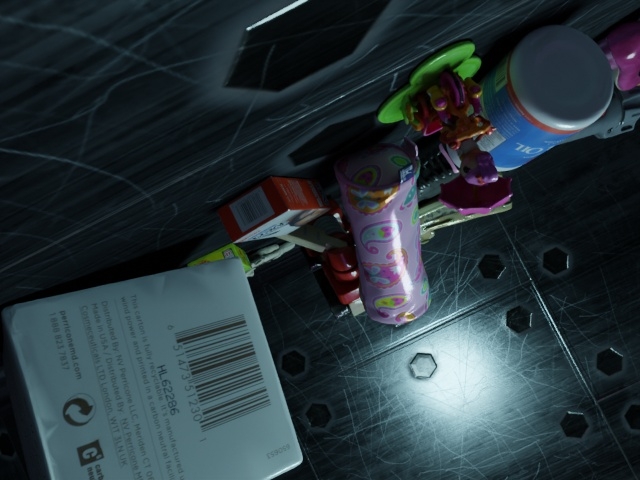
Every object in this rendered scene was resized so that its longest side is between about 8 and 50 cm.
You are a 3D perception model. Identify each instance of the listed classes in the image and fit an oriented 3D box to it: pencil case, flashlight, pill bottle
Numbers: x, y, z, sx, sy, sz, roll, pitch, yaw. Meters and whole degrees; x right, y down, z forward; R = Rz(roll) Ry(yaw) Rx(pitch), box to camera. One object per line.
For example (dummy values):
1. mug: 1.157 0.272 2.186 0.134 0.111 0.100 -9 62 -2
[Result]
1. pencil case: 0.101 -0.007 0.795 0.124 0.284 0.124 -8 -142 6
2. flashlight: 0.415 -0.216 0.919 0.304 0.103 0.103 -19 151 -19
3. pill bottle: 0.247 -0.161 0.689 0.124 0.124 0.221 -25 175 -13

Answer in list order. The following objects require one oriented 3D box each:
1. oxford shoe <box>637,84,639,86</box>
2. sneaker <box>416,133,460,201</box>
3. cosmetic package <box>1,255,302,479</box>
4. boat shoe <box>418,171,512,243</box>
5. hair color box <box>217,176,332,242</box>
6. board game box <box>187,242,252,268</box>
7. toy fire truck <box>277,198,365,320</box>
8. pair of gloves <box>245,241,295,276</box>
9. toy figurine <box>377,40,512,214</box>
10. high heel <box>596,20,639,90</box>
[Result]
1. oxford shoe: 0.556 -0.310 1.001 0.212 0.076 0.076 -24 177 -2
2. sneaker: 0.177 -0.110 0.936 0.147 0.104 0.296 -30 -179 -24
3. cosmetic package: -0.292 0.257 0.864 0.327 0.329 0.393 -13 168 -34
4. boat shoe: 0.227 -0.042 1.035 0.285 0.089 0.104 -26 -172 7
5. hair color box: -0.058 -0.043 0.752 0.093 0.053 0.167 -29 175 20
6. board game box: -0.195 0.052 1.074 0.092 0.043 0.181 -25 174 -3
7. toy fire truck: 0.000 0.000 0.968 0.158 0.217 0.246 -26 133 -3
8. pair of gloves: -0.193 0.075 1.338 0.240 0.042 0.204 -28 175 22
9. toy figurine: 0.157 -0.106 0.589 0.130 0.159 0.173 -26 174 -3
10. high heel: 0.504 -0.298 0.844 0.244 0.082 0.117 -6 171 -40
